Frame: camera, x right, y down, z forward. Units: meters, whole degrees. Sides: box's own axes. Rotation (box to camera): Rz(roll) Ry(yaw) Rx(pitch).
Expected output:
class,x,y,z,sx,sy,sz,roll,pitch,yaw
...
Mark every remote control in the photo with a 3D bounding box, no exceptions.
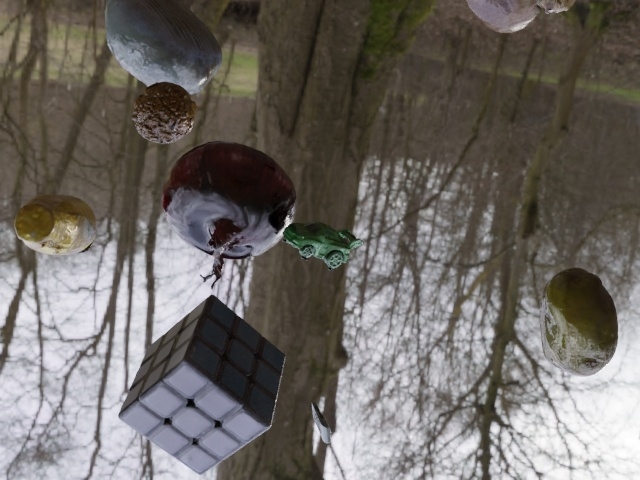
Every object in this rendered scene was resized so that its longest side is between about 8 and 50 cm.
class,x,y,z,sx,sy,sz,roll,pitch,yaw
remote control,0.003,0.591,2.211,0.029,0.065,0.166,-11,-163,-11

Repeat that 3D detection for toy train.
class,x,y,z,sx,sy,sz,roll,pitch,yaw
toy train,0.000,0.000,1.365,0.149,0.081,0.099,23,-168,-36

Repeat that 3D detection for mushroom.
class,x,y,z,sx,sy,sz,roll,pitch,yaw
mushroom,0.421,-0.575,1.449,0.283,0.264,0.195,29,-149,36

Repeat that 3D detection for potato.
class,x,y,z,sx,sy,sz,roll,pitch,yaw
potato,0.482,0.154,1.284,0.136,0.201,0.154,-13,-158,-27

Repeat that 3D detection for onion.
class,x,y,z,sx,sy,sz,roll,pitch,yaw
onion,-0.184,-0.055,1.360,0.272,0.273,0.285,7,-131,-3

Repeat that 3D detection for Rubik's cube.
class,x,y,z,sx,sy,sz,roll,pitch,yaw
Rubik's cube,-0.313,0.394,1.863,0.305,0.303,0.301,41,-155,-18

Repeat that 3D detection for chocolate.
class,x,y,z,sx,sy,sz,roll,pitch,yaw
chocolate,-0.615,-0.026,1.566,0.162,0.162,0.445,5,-179,-13

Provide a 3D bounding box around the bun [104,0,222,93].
class,x,y,z,sx,sy,sz,roll,pitch,yaw
bun,-0.446,-0.551,1.901,0.361,0.211,0.362,34,-153,-21

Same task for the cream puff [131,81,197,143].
class,x,y,z,sx,sy,sz,roll,pitch,yaw
cream puff,-0.387,-0.309,1.679,0.150,0.165,0.115,15,-146,-16
